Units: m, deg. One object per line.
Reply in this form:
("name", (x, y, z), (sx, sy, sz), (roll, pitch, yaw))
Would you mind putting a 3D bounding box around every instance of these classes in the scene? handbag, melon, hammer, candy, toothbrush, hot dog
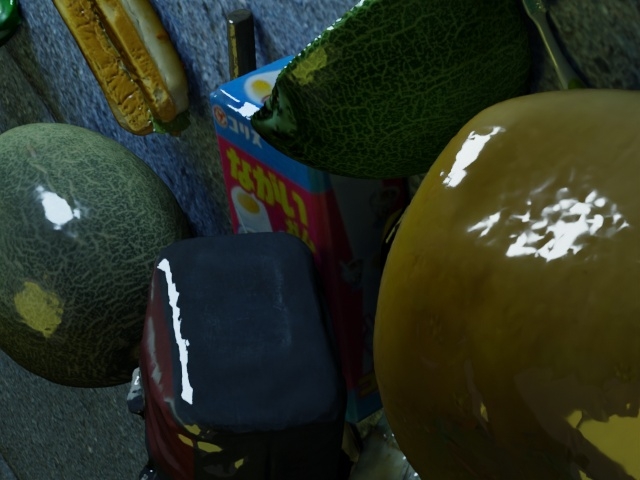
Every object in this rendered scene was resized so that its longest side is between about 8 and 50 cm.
("handbag", (-0.069, 0.133, 1.581), (0.254, 0.181, 0.181), (-107, 15, -46))
("melon", (-0.266, 0.013, 2.016), (0.329, 0.249, 0.248), (51, 153, 36))
("hammer", (-0.065, -0.048, 1.794), (0.043, 0.111, 0.365), (10, 122, 20))
("candy", (0.001, 0.000, 1.697), (0.157, 0.100, 0.306), (34, 144, 45))
("toothbrush", (0.200, -0.075, 1.357), (0.263, 0.022, 0.026), (65, 165, -6))
("hot dog", (-0.200, -0.213, 1.880), (0.104, 0.076, 0.250), (-30, 93, 44))
("melon", (0.052, -0.102, 1.419), (0.129, 0.169, 0.265), (55, 158, 6))

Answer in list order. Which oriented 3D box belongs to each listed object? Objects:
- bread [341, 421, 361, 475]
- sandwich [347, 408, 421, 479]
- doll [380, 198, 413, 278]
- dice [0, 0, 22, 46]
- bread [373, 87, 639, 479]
("bread", (-0.062, 0.212, 2.004), (0.241, 0.107, 0.136), (-2, 111, 60))
("sandwich", (0.109, 0.235, 1.579), (0.198, 0.155, 0.227), (31, 151, -9))
("doll", (0.099, 0.061, 1.595), (0.127, 0.088, 0.248), (30, 145, 38))
("dice", (-0.430, -0.271, 2.158), (0.128, 0.131, 0.120), (62, 151, 1))
("bread", (0.218, 0.093, 1.209), (0.376, 0.253, 0.348), (27, 134, 44))
